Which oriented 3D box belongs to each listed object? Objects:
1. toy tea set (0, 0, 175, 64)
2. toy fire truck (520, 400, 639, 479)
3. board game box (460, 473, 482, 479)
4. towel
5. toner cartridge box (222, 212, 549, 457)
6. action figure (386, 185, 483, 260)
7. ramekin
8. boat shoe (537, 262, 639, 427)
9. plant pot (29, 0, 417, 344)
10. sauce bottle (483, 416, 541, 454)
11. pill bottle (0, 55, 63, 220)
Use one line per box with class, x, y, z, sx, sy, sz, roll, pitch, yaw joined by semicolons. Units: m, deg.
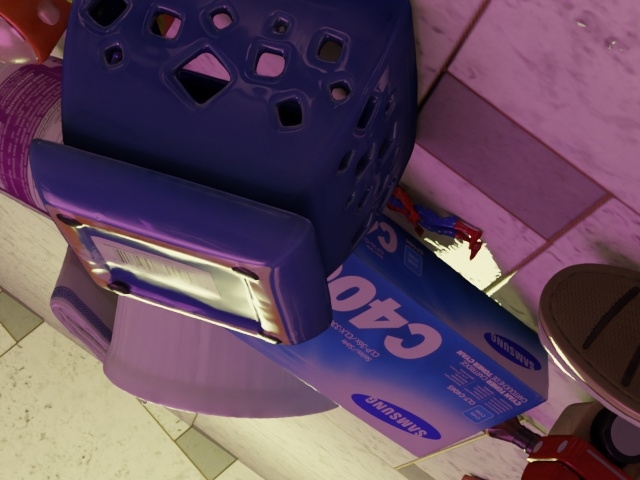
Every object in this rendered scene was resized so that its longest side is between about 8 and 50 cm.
toy tea set;-0.224;-0.200;1.220;0.200;0.124;0.336;38;165;-1
toy fire truck;0.270;0.307;1.368;0.217;0.246;0.158;39;164;-7
board game box;0.320;0.405;1.954;0.145;0.027;0.281;44;164;-27
towel;-0.228;0.027;1.662;0.034;0.285;0.209;-15;135;25
toner cartridge box;0.037;0.067;1.278;0.348;0.075;0.165;36;132;-29
action figure;0.088;-0.021;1.236;0.115;0.030;0.038;33;169;21
ramekin;-0.091;0.084;1.512;0.277;0.135;0.277;5;-169;-1
boat shoe;0.294;0.126;1.044;0.302;0.113;0.103;31;158;20
plant pot;-0.071;-0.063;1.020;0.236;0.212;0.236;17;161;10
sauce bottle;0.195;0.203;1.615;0.128;0.042;0.042;33;164;19
pill bottle;-0.228;-0.084;1.485;0.302;0.169;0.169;25;160;38
